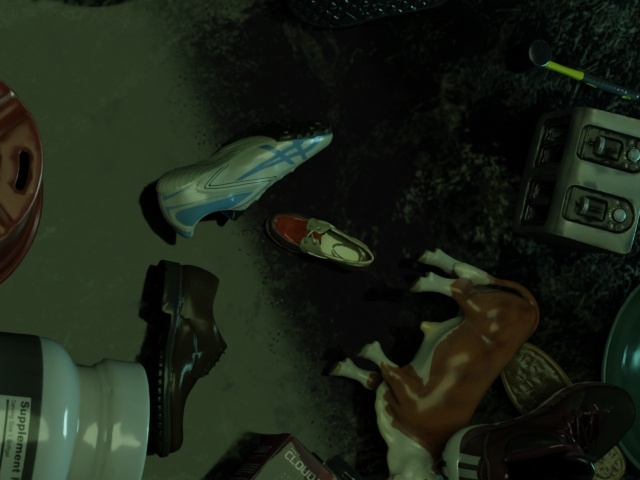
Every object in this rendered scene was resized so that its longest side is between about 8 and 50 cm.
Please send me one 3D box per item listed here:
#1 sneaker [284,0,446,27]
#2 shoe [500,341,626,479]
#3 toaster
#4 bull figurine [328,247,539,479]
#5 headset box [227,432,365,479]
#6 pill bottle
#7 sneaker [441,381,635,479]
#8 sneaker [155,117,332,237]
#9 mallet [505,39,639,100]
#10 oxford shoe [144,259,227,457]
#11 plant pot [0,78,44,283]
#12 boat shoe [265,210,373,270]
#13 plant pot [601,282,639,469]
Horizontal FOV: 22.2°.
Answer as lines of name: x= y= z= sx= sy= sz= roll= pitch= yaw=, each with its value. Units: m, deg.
sneaker: x=0.058 y=-0.331 z=2.033 sx=0.234 sy=0.084 sz=0.097 roll=-8 pitch=63 yaw=-19
shoe: x=0.298 y=0.216 z=2.052 sx=0.076 sy=0.058 sz=0.219 roll=-38 pitch=92 yaw=2
toaster: x=0.327 y=-0.074 z=2.034 sx=0.110 sy=0.185 sz=0.168 roll=16 pitch=87 yaw=-13
bull figurine: x=0.135 y=0.161 z=1.976 sx=0.188 sy=0.101 sz=0.310 roll=40 pitch=75 yaw=-10
headset box: x=-0.047 y=0.380 z=1.890 sx=0.218 sy=0.110 sz=0.293 roll=44 pitch=74 yaw=-8
pill bottle: x=-0.380 y=0.198 z=1.752 sx=0.362 sy=0.210 sz=0.210 roll=7 pitch=82 yaw=-17
sneaker: x=0.294 y=0.246 z=1.904 sx=0.281 sy=0.162 sz=0.106 roll=-18 pitch=100 yaw=-28
sneaker: x=-0.087 y=-0.080 z=1.951 sx=0.237 sy=0.085 sz=0.086 roll=-27 pitch=119 yaw=-22
mallet: x=0.325 y=-0.214 z=2.118 sx=0.189 sy=0.062 sz=0.039 roll=18 pitch=80 yaw=-30
oxford shoe: x=-0.153 y=0.141 z=1.899 sx=0.096 sy=0.083 sz=0.227 roll=10 pitch=82 yaw=-21
plant pot: x=-0.413 y=-0.070 z=1.741 sx=0.272 sy=0.265 sz=0.273 roll=2 pitch=83 yaw=-17
boat shoe: x=0.000 y=0.000 z=1.982 sx=0.137 sy=0.043 sz=0.049 roll=25 pitch=79 yaw=-12
plant pot: x=0.526 y=0.173 z=2.028 sx=0.196 sy=0.293 sz=0.293 roll=13 pitch=79 yaw=-42
